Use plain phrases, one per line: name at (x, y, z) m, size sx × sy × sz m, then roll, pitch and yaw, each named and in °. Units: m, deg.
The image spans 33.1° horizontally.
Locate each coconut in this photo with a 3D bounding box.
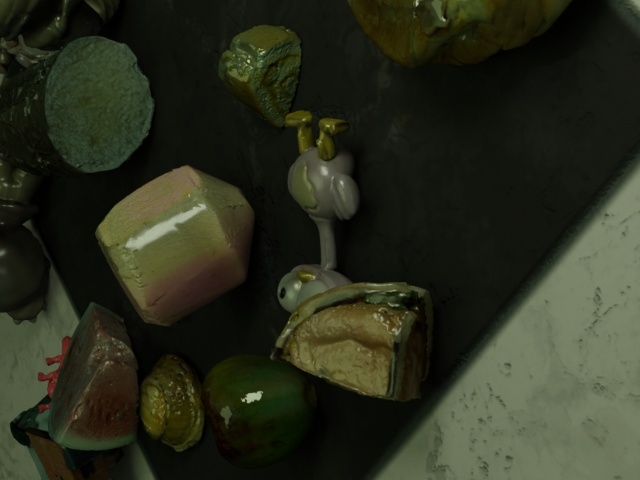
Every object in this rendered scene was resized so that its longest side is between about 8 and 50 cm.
coconut at (-0.219, -0.004, 1.724) m, size 0.233 × 0.245 × 0.233 m, roll 53°, pitch 166°, yaw 19°

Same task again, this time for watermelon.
watermelon at (-0.400, 0.255, 2.042) m, size 0.226 × 0.148 × 0.318 m, roll -46°, pitch 31°, yaw 43°

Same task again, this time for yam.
yam at (-0.474, -0.238, 2.007) m, size 0.348 × 0.241 × 0.240 m, roll -2°, pitch 95°, yaw 54°

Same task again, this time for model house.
model house at (-0.484, 0.463, 2.208) m, size 0.253 × 0.184 × 0.291 m, roll 4°, pitch 112°, yaw 45°

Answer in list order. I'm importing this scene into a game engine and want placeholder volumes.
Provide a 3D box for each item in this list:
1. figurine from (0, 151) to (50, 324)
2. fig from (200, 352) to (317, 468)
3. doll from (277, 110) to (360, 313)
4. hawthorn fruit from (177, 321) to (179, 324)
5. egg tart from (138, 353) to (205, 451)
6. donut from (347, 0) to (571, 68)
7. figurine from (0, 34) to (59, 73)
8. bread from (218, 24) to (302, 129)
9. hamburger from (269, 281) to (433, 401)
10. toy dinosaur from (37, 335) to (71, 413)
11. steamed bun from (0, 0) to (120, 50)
figurine at (-0.693, -0.004, 2.350) m, size 0.203 × 0.248 × 0.380 m, roll -149°, pitch 71°, yaw -66°
fig at (-0.094, 0.259, 1.670) m, size 0.191 × 0.181 × 0.180 m, roll -14°, pitch 84°, yaw 25°
doll at (0.001, 0.000, 1.561) m, size 0.160 × 0.094 × 0.365 m, roll 21°, pitch 112°, yaw 51°
hawthorn fruit at (-0.281, 0.109, 1.952) m, size 0.093 × 0.081 × 0.081 m, roll 34°, pitch 127°, yaw 8°
egg tart at (-0.281, 0.300, 1.981) m, size 0.191 × 0.074 × 0.191 m, roll 7°, pitch 99°, yaw 51°
donut at (0.155, -0.371, 1.250) m, size 0.360 × 0.170 × 0.360 m, roll 19°, pitch 113°, yaw 54°
figurine at (-0.566, -0.409, 2.159) m, size 0.237 × 0.141 × 0.162 m, roll -7°, pitch 62°, yaw 23°
bread at (-0.099, -0.247, 1.635) m, size 0.103 × 0.110 × 0.156 m, roll 31°, pitch 120°, yaw 38°
hamburger at (0.048, 0.126, 1.459) m, size 0.208 × 0.135 × 0.155 m, roll 6°, pitch 90°, yaw 31°
toy dinosaur at (-0.494, 0.267, 2.222) m, size 0.286 × 0.139 × 0.070 m, roll -88°, pitch -9°, yaw -65°
steamed bun at (-0.496, -0.459, 1.947) m, size 0.320 × 0.275 × 0.206 m, roll -24°, pitch 70°, yaw 13°
